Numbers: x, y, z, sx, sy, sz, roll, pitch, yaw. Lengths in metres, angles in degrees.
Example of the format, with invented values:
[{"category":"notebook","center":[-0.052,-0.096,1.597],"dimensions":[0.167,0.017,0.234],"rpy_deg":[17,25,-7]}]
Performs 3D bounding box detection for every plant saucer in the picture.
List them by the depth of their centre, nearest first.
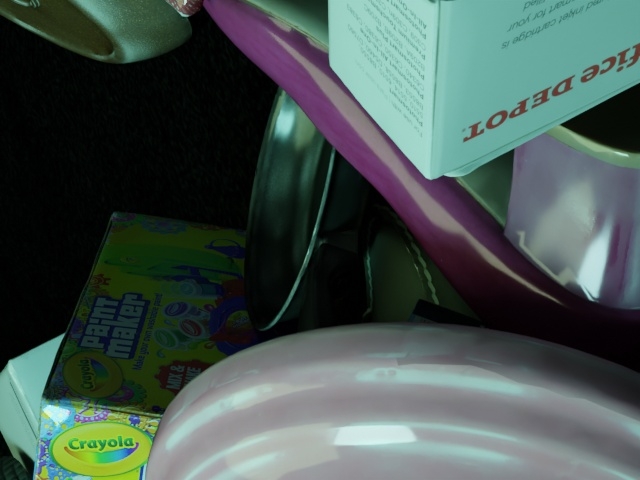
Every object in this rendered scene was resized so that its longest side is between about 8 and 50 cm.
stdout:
[{"category":"plant saucer","center":[0.068,0.170,0.828],"dimensions":[0.332,0.332,0.084],"rpy_deg":[91,-169,-52]},{"category":"plant saucer","center":[-0.242,-0.219,1.263],"dimensions":[0.310,0.050,0.310],"rpy_deg":[29,173,4]}]

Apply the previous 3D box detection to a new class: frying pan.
[{"category":"frying pan","center":[0.006,-0.029,0.961],"dimensions":[0.326,0.053,0.197],"rpy_deg":[-146,68,-74]}]

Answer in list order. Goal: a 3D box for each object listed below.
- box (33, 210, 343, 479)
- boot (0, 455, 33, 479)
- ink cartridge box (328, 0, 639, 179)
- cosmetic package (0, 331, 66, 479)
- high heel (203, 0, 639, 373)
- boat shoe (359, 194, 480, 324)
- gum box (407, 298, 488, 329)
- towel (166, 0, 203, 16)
[{"category":"box","center":[-0.091,0.170,1.109],"dimensions":[0.290,0.177,0.279],"rpy_deg":[-85,4,-67]},{"category":"boot","center":[-0.222,0.288,1.398],"dimensions":[0.161,0.083,0.246],"rpy_deg":[56,165,-29]},{"category":"ink cartridge box","center":[0.082,-0.141,0.627],"dimensions":[0.086,0.148,0.203],"rpy_deg":[50,156,32]},{"category":"cosmetic package","center":[-0.161,0.132,1.466],"dimensions":[0.138,0.224,0.224],"rpy_deg":[64,161,1]},{"category":"high heel","center":[0.041,-0.046,0.869],"dimensions":[0.377,0.127,0.181],"rpy_deg":[41,142,44]},{"category":"boat shoe","center":[0.070,0.102,1.040],"dimensions":[0.109,0.091,0.305],"rpy_deg":[37,147,53]},{"category":"gum box","center":[0.115,0.125,0.916],"dimensions":[0.157,0.041,0.184],"rpy_deg":[20,145,14]},{"category":"towel","center":[-0.080,-0.313,0.837],"dimensions":[0.237,0.037,0.329],"rpy_deg":[49,135,38]}]
